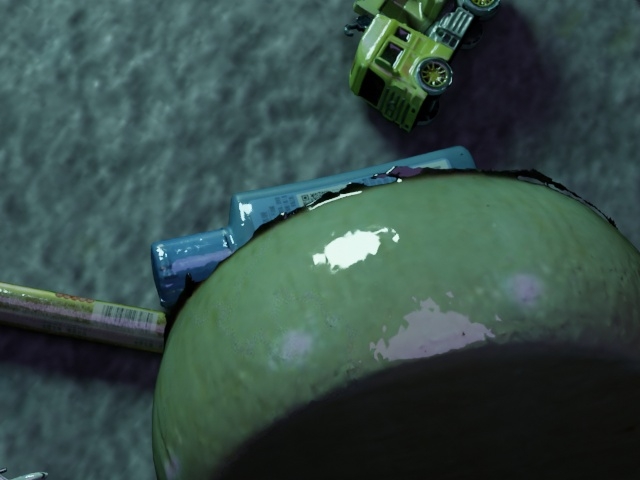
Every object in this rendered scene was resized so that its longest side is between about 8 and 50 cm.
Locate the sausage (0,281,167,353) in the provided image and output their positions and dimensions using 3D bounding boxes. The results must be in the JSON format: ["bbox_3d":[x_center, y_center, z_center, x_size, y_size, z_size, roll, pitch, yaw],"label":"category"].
[{"bbox_3d":[-0.178,0.058,1.210,0.269,0.033,0.033,10,68,-1],"label":"sausage"}]

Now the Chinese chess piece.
[{"bbox_3d":[0.065,0.109,1.043,0.349,0.349,0.146,-8,51,-8],"label":"Chinese chess piece"}]

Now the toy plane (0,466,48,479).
[{"bbox_3d":[-0.236,0.181,1.161,0.084,0.024,0.078,-15,70,-17],"label":"toy plane"}]

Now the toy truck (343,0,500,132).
[{"bbox_3d":[0.081,-0.179,1.301,0.100,0.077,0.169,30,71,4],"label":"toy truck"}]

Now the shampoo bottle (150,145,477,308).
[{"bbox_3d":[0.000,0.000,1.231,0.258,0.061,0.104,-12,71,-9],"label":"shampoo bottle"}]
